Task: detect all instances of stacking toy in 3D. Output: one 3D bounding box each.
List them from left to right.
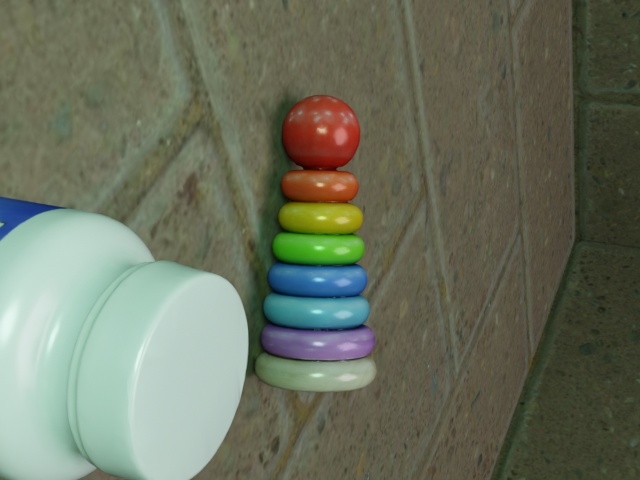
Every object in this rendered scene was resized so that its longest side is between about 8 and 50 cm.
[{"bbox_3d":[0.000,0.000,1.138,0.141,0.141,0.330,-3,95,-65],"label":"stacking toy"}]

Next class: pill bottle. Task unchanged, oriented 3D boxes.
[{"bbox_3d":[-0.184,0.050,0.561,0.152,0.272,0.152,9,90,-66],"label":"pill bottle"}]
